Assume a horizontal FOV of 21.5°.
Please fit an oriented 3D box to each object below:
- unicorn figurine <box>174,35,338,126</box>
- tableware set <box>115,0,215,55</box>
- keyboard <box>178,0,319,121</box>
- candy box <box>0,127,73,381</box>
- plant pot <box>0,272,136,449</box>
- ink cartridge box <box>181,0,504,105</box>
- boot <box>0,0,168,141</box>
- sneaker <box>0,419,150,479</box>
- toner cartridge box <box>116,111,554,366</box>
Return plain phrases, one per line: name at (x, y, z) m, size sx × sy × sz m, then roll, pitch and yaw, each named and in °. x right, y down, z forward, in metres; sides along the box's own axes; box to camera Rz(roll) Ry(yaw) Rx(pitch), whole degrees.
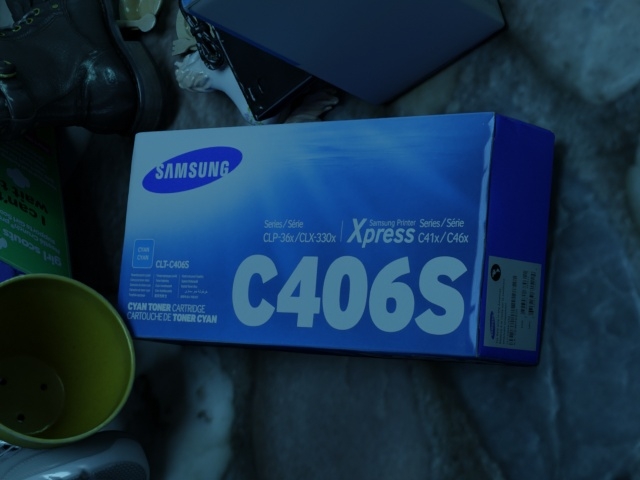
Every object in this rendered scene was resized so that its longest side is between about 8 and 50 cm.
unicorn figurine at (-0.061, -0.138, 1.336) m, size 0.111 × 0.060 × 0.162 m, roll -51°, pitch 53°, yaw 26°
tableware set at (-0.118, -0.240, 1.448) m, size 0.141 × 0.020 × 0.168 m, roll 9°, pitch 82°, yaw 42°
keyboard at (-0.066, -0.181, 1.289) m, size 0.108 × 0.023 × 0.180 m, roll -34°, pitch 77°, yaw 41°
candy box at (-0.344, 0.007, 1.456) m, size 0.268 × 0.122 × 0.317 m, roll -44°, pitch 39°, yaw 23°
plant pot at (-0.218, 0.105, 1.288) m, size 0.095 × 0.134 × 0.134 m, roll 131°, pitch 136°, yaw -58°
ink cartridge box at (-0.010, -0.283, 1.227) m, size 0.129 × 0.223 × 0.307 m, roll -31°, pitch 58°, yaw 30°
boot at (-0.272, -0.162, 1.403) m, size 0.263 × 0.229 × 0.091 m, roll 46°, pitch 127°, yaw 36°
sneaker at (-0.256, 0.183, 1.379) m, size 0.281 × 0.105 × 0.115 m, roll -17°, pitch 61°, yaw 34°
toner cartridge box at (0.000, 0.000, 1.223) m, size 0.348 × 0.075 × 0.165 m, roll -1°, pitch 81°, yaw 41°
